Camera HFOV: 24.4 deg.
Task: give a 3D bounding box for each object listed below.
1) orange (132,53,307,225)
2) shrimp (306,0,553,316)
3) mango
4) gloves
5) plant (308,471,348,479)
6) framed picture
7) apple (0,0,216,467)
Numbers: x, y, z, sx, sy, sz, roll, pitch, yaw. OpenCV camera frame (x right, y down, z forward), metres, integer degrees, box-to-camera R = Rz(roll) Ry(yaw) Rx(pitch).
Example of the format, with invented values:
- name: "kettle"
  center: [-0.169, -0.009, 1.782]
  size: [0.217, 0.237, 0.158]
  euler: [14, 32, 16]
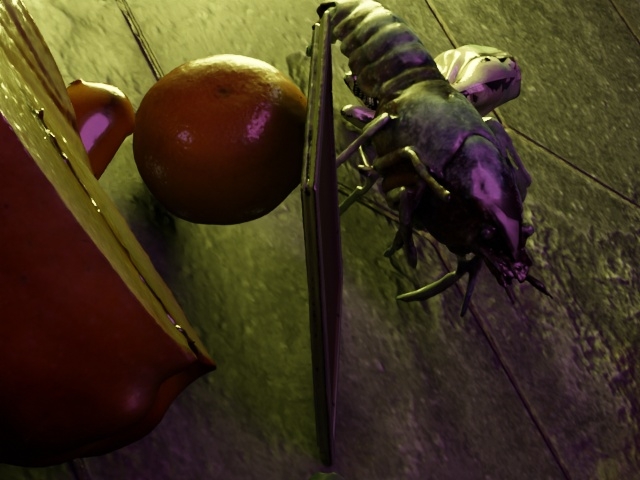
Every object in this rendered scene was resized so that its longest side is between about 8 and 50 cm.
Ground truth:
- name: "orange"
  center: [-0.081, -0.082, 1.255]
  size: [0.156, 0.124, 0.156]
  euler: [0, 52, 0]
- name: "shrimp"
  center: [0.094, -0.090, 1.416]
  size: [0.221, 0.166, 0.410]
  euler: [-8, 64, -27]
- name: "mango"
  center: [-0.196, -0.080, 1.177]
  size: [0.063, 0.077, 0.127]
  euler: [54, 38, -37]
- name: "gloves"
  center: [0.114, -0.155, 1.610]
  size: [0.212, 0.111, 0.127]
  euler: [-23, 56, -20]
- name: "plant"
  center: [-0.007, 0.223, 1.102]
  size: [0.051, 0.051, 0.102]
  euler: [41, 45, -10]
- name: "framed picture"
  center: [0.000, 0.000, 1.192]
  size: [0.019, 0.296, 0.232]
  euler: [-1, 40, 4]
- name: "apple"
  center: [-0.202, -0.038, 0.927]
  size: [0.329, 0.295, 0.365]
  euler: [-25, 81, -49]
